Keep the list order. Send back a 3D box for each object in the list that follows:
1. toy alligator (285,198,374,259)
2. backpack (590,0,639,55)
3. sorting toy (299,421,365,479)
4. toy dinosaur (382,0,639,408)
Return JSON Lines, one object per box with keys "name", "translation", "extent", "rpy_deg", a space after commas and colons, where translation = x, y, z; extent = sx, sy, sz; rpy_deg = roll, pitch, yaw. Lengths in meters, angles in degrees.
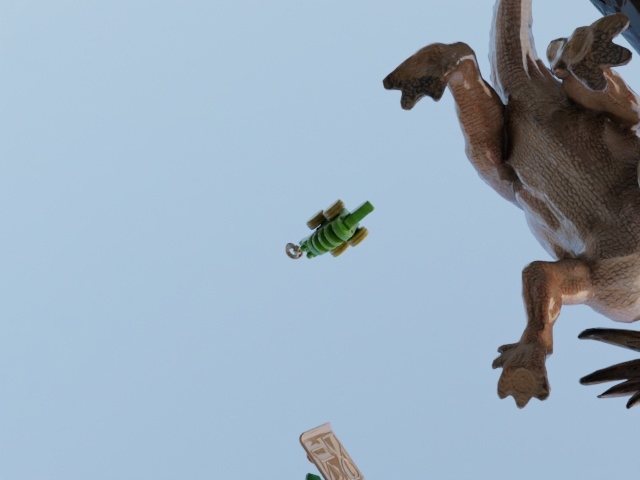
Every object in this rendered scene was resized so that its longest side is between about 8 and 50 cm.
{"name": "toy alligator", "translation": [0.000, 0.000, 1.760], "extent": [0.189, 0.056, 0.051], "rpy_deg": [-31, -167, 50]}
{"name": "backpack", "translation": [0.394, -0.261, 1.511], "extent": [0.144, 0.166, 0.188], "rpy_deg": [-35, -90, -42]}
{"name": "sorting toy", "translation": [0.003, 0.180, 1.143], "extent": [0.012, 0.083, 0.062], "rpy_deg": [-35, -101, 23]}
{"name": "toy dinosaur", "translation": [0.142, -0.021, 0.732], "extent": [0.127, 0.200, 0.296], "rpy_deg": [-29, -108, 19]}
